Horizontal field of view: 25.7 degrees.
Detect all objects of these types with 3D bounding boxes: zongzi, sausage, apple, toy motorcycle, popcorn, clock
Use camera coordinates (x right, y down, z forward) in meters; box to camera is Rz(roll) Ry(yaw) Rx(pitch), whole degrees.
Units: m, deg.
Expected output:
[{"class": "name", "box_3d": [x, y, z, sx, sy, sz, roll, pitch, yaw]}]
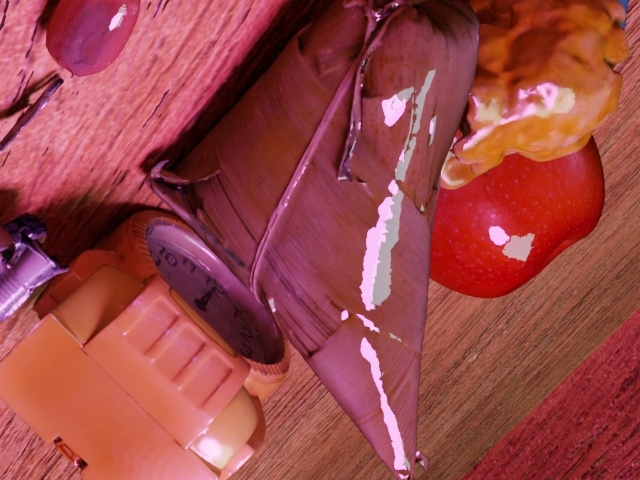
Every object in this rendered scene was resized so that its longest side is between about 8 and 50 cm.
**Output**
[{"class": "zongzi", "box_3d": [0.085, -0.050, 1.251, 0.181, 0.418, 0.447, -17, 158, -50]}, {"class": "sausage", "box_3d": [-0.172, -0.165, 1.060, 0.059, 0.054, 0.094, 25, 125, -20]}, {"class": "apple", "box_3d": [0.197, -0.059, 1.603, 0.260, 0.216, 0.260, -35, 172, -5]}, {"class": "toy motorcycle", "box_3d": [-0.318, 0.040, 1.176, 0.401, 0.134, 0.207, -43, 175, 9]}, {"class": "popcorn", "box_3d": [0.181, -0.165, 1.412, 0.253, 0.190, 0.191, -16, 152, -7]}, {"class": "clock", "box_3d": [-0.160, 0.105, 1.373, 0.200, 0.244, 0.317, -39, -171, 18]}]

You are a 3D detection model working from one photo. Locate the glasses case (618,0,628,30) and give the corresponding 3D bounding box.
[{"class": "glasses case", "box_3d": [0.284, -0.256, 1.566, 0.117, 0.070, 0.301, -39, 158, -7]}]
